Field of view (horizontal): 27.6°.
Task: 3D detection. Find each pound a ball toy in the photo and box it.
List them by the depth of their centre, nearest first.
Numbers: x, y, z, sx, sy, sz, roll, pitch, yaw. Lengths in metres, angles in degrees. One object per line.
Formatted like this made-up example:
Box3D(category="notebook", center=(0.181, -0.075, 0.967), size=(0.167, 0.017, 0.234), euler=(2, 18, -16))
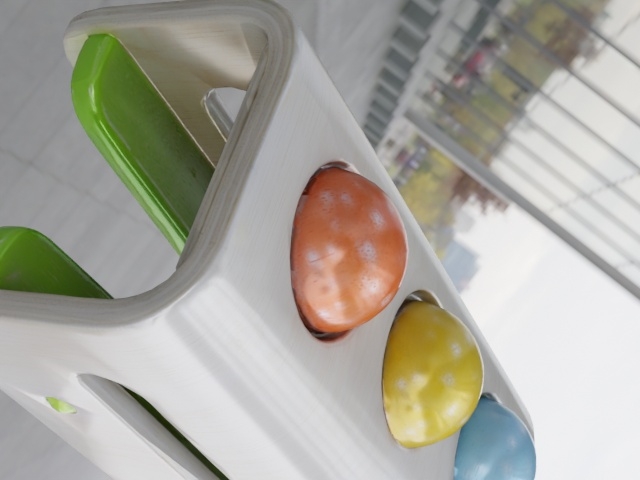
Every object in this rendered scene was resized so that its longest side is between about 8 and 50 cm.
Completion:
Box3D(category="pound a ball toy", center=(0.000, 0.000, 0.496), size=(0.319, 0.135, 0.208), euler=(56, 45, -48))
